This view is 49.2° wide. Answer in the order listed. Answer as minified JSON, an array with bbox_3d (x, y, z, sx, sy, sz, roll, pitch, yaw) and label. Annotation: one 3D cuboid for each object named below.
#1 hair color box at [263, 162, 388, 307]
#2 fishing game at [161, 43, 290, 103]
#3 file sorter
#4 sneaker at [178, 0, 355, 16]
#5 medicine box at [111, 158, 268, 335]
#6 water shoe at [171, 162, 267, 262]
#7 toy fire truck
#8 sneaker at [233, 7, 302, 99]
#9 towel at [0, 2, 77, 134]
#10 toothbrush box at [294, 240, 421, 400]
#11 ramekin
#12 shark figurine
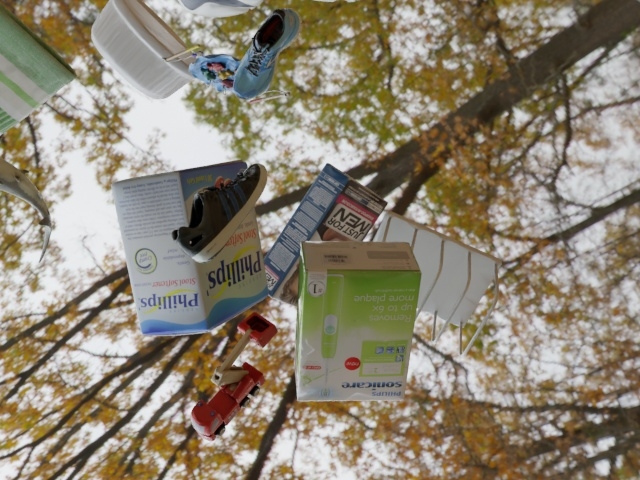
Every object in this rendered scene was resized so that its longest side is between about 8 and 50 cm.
[{"bbox_3d":[0.000,0.000,1.745,0.174,0.347,0.105,27,-171,-46],"label":"hair color box"},{"bbox_3d":[-0.199,-0.355,1.540,0.264,0.189,0.041,21,-106,-46],"label":"fishing game"},{"bbox_3d":[0.225,0.099,1.518,0.278,0.192,0.173,24,-152,1],"label":"file sorter"},{"bbox_3d":[-0.001,-0.249,0.487,0.235,0.153,0.094,-9,-109,-5],"label":"sneaker"},{"bbox_3d":[-0.237,0.006,1.338,0.263,0.149,0.289,-28,-71,-67],"label":"medicine box"},{"bbox_3d":[-0.155,-0.061,1.101,0.080,0.073,0.203,42,-121,-21],"label":"water shoe"},{"bbox_3d":[-0.142,0.223,1.138,0.047,0.135,0.192,29,-119,27],"label":"toy fire truck"},{"bbox_3d":[-0.096,-0.299,1.101,0.063,0.162,0.073,35,-166,11],"label":"sneaker"},{"bbox_3d":[-0.556,-0.234,0.995,0.248,0.325,0.038,46,-158,-36],"label":"towel"},{"bbox_3d":[0.061,0.151,1.294,0.206,0.283,0.122,1,-152,-6],"label":"toothbrush box"},{"bbox_3d":[-0.418,-0.455,1.657,0.273,0.127,0.273,46,-168,-13],"label":"ramekin"},{"bbox_3d":[-0.608,-0.092,1.330,0.278,0.116,0.166,39,-155,-13],"label":"shark figurine"}]
